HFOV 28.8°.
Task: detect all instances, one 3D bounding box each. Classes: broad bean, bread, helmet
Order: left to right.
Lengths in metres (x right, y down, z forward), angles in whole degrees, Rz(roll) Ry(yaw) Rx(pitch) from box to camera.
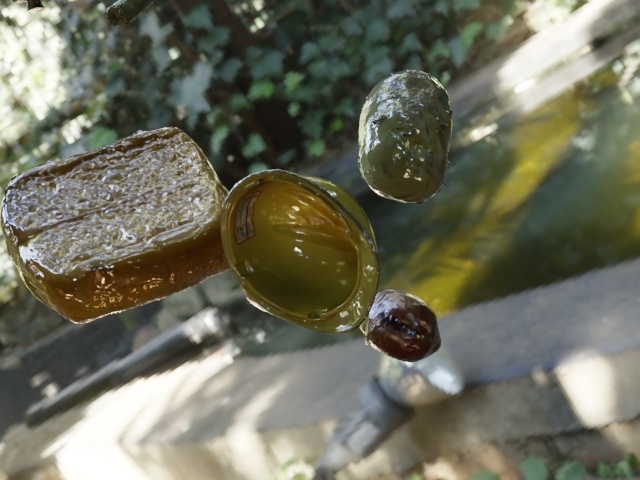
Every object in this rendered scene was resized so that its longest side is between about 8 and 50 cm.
[{"bbox_3d":[-0.294,-0.008,1.872,0.337,0.148,0.328,-22,42,-15],"label":"bread"},{"bbox_3d":[0.000,0.000,1.684,0.140,0.257,0.205,-27,-39,-54],"label":"helmet"},{"bbox_3d":[0.148,0.156,2.268,0.228,0.156,0.122,-31,-37,-89],"label":"broad bean"}]

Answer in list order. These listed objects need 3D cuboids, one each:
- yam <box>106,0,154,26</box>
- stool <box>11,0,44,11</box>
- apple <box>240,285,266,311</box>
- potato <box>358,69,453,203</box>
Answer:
[{"bbox_3d":[-0.316,-0.393,2.080,0.043,0.043,0.094,-22,24,47],"label":"yam"},{"bbox_3d":[-0.477,-0.494,2.219,0.228,0.139,0.153,-12,0,-44],"label":"stool"},{"bbox_3d":[-0.037,0.039,1.921,0.199,0.199,0.199,-31,9,6],"label":"apple"},{"bbox_3d":[0.134,-0.164,1.979,0.165,0.165,0.262,-28,29,24],"label":"potato"}]
